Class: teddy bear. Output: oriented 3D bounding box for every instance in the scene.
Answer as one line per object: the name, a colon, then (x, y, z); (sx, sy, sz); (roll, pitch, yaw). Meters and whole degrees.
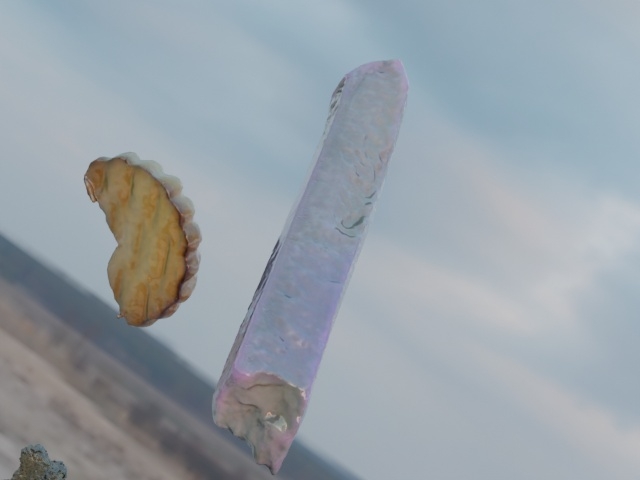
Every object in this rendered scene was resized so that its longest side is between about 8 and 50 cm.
teddy bear: (-0.367, 0.295, 2.202); (0.119, 0.160, 0.078); (54, 19, -66)

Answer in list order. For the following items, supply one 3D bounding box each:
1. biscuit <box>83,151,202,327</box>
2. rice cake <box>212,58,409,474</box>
biscuit: (-0.169, -0.003, 1.993); (0.118, 0.183, 0.061); (-5, 7, 29)
rice cake: (0.000, 0.000, 1.415); (0.064, 0.399, 0.070); (21, -47, -1)
